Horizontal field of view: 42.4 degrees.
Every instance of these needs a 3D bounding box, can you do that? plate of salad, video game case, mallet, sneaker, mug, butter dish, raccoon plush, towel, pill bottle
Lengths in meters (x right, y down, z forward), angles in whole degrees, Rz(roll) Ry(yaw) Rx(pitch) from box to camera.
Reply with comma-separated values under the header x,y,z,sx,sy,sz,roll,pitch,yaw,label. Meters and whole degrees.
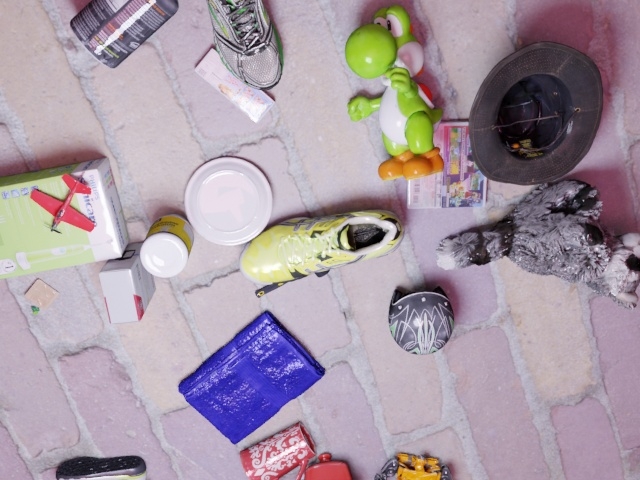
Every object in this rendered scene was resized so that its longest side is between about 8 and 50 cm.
x,y,z,sx,sy,sz,roll,pitch,yaw,label
-0.208,-0.088,1.873,0.199,0.048,0.200,0,94,0,plate of salad
0.289,-0.172,1.881,0.183,0.023,0.201,-1,109,-2,video game case
-0.074,0.080,1.951,0.189,0.039,0.062,-20,109,9,mallet
-0.174,-0.464,1.683,0.134,0.146,0.344,-25,110,-1,sneaker
-0.094,0.554,2.077,0.169,0.113,0.150,-31,90,4,mug
-0.551,0.610,2.093,0.234,0.084,0.097,-1,111,-2,sneaker
0.017,0.602,2.104,0.160,0.118,0.160,-8,150,-1,butter dish
0.531,0.044,1.928,0.446,0.216,0.299,-11,128,32,raccoon plush
0.000,0.000,1.845,0.384,0.147,0.145,-17,85,-2,sneaker
-0.170,0.346,2.019,0.308,0.076,0.228,-40,106,11,towel
-0.335,0.004,1.829,0.103,0.184,0.103,-1,110,-2,pill bottle
-0.379,-0.476,1.683,0.245,0.130,0.130,-38,107,11,pill bottle

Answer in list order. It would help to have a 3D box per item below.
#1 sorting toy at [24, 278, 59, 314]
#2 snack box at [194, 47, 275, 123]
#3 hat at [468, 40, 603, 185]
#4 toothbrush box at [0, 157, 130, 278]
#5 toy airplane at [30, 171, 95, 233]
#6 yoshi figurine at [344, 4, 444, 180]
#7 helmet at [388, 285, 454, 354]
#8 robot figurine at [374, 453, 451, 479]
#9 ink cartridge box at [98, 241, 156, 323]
x,y,z,sx,sy,sz,roll,pitch,yaw,label
-0.666,0.137,1.954,0.062,0.012,0.083,38,101,-19,sorting toy
-0.186,-0.337,1.799,0.178,0.022,0.064,39,103,-15,snack box
0.448,-0.287,1.784,0.331,0.134,0.331,-5,124,-7,hat
-0.593,-0.050,1.832,0.283,0.122,0.206,-11,109,2,toothbrush box
-0.534,-0.078,1.747,0.151,0.028,0.151,0,108,-1,toy airplane
0.139,-0.304,1.736,0.203,0.203,0.362,-9,99,16,yoshi figurine
0.235,0.185,1.932,0.169,0.161,0.169,-1,110,-2,helmet
0.226,0.674,2.151,0.211,0.085,0.291,11,110,-7,robot figurine
-0.432,0.094,1.864,0.072,0.175,0.127,-6,110,3,ink cartridge box
